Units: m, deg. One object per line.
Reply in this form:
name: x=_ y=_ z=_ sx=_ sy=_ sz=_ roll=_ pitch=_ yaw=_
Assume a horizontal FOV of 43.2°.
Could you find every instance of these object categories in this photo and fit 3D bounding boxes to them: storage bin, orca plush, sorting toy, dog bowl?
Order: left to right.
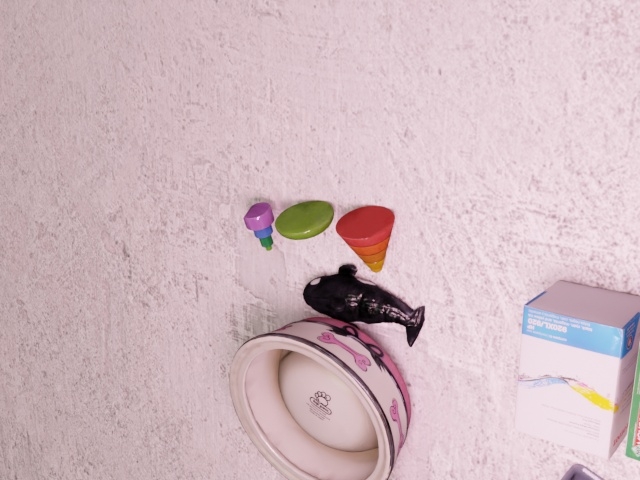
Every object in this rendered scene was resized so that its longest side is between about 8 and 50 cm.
sorting toy: x=0.000 y=0.000 z=1.695 sx=0.365 sy=0.127 sz=0.126 roll=6 pitch=128 yaw=34
dog bowl: x=0.010 y=0.340 z=1.703 sx=0.407 sy=0.150 sz=0.408 roll=19 pitch=125 yaw=29
orca plush: x=0.067 y=0.149 z=1.673 sx=0.287 sy=0.102 sz=0.151 roll=29 pitch=119 yaw=28
storage bin: x=0.462 y=0.492 z=1.462 sx=0.098 sy=0.135 sz=0.091 roll=32 pitch=132 yaw=26

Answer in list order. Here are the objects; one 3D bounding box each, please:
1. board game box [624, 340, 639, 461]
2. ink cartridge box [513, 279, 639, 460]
board game box: x=0.540 y=0.156 z=1.244 sx=0.046 sy=0.213 sz=0.317 roll=12 pitch=110 yaw=34
ink cartridge box: x=0.441 y=0.212 z=1.362 sx=0.168 sy=0.171 sz=0.233 roll=12 pitch=109 yaw=35
